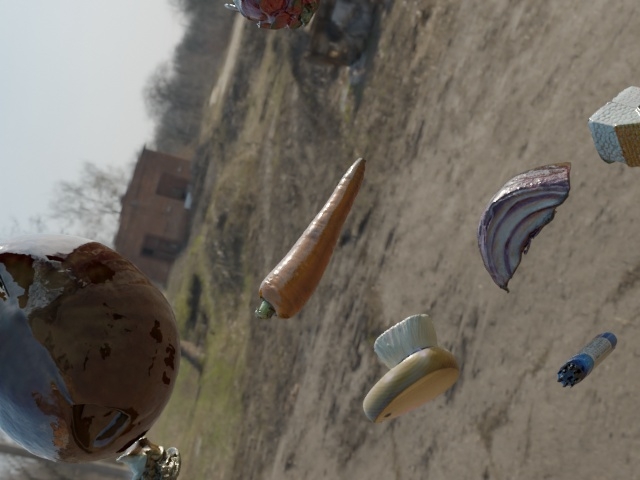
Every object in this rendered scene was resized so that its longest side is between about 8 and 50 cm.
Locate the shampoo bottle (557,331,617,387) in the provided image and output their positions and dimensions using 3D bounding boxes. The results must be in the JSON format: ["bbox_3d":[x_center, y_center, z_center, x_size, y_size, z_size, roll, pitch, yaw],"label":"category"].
[{"bbox_3d":[0.557,0.255,1.742,0.183,0.050,0.087,-24,-21,-44],"label":"shampoo bottle"}]

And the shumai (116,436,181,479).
[{"bbox_3d":[-0.353,0.462,1.673,0.146,0.116,0.145,-51,15,19],"label":"shumai"}]

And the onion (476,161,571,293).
[{"bbox_3d":[0.437,-0.058,1.857,0.280,0.146,0.315,-51,-15,-70],"label":"onion"}]

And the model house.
[{"bbox_3d":[0.470,-0.164,1.211,0.100,0.088,0.100,-40,31,-13],"label":"model house"}]

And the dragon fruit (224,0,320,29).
[{"bbox_3d":[-0.111,-0.563,1.818,0.192,0.274,0.193,-44,-30,-11],"label":"dragon fruit"}]

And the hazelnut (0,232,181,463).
[{"bbox_3d":[-0.446,0.183,1.501,0.429,0.402,0.402,53,144,21],"label":"hazelnut"}]

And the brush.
[{"bbox_3d":[0.200,0.322,2.050,0.266,0.174,0.166,-35,56,6],"label":"brush"}]

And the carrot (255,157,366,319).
[{"bbox_3d":[0.000,0.000,1.044,0.257,0.061,0.061,-55,3,-20],"label":"carrot"}]
